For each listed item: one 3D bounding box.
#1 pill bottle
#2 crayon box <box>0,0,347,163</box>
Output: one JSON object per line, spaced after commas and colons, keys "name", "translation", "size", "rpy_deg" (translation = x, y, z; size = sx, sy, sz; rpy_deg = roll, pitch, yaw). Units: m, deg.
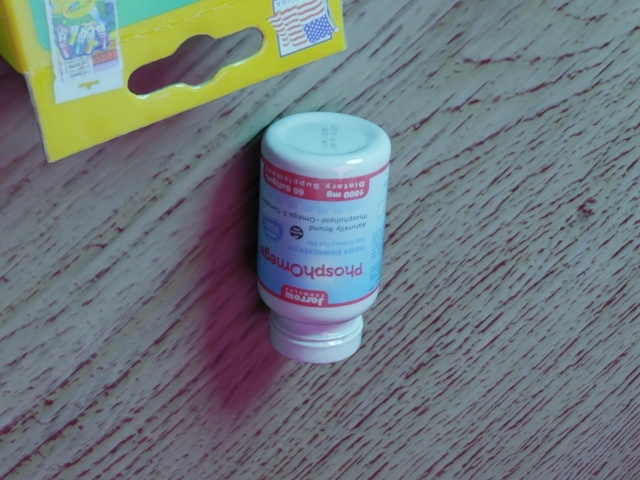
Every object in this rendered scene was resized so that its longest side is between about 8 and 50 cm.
{"name": "pill bottle", "translation": [0.000, 0.000, 0.892], "size": [0.087, 0.087, 0.160], "rpy_deg": [-14, 122, -29]}
{"name": "crayon box", "translation": [-0.105, -0.227, 0.690], "size": [0.203, 0.083, 0.323], "rpy_deg": [-24, 126, -23]}
